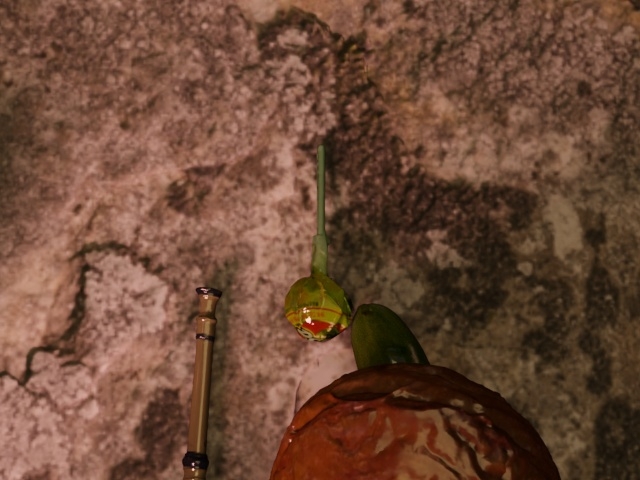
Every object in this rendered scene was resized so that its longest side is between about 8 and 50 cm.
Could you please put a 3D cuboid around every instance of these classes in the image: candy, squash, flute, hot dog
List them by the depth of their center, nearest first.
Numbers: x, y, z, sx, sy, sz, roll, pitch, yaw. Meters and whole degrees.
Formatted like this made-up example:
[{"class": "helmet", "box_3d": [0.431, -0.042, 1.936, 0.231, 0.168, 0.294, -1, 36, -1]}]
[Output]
[{"class": "hot dog", "box_3d": [0.065, 0.294, 1.157, 0.267, 0.174, 0.387, 1, 81, 20]}, {"class": "squash", "box_3d": [0.083, 0.176, 1.273, 0.069, 0.069, 0.258, -14, 80, -7]}, {"class": "flute", "box_3d": [-0.109, 0.158, 1.282, 0.027, 0.027, 0.233, 4, 78, -4]}, {"class": "candy", "box_3d": [0.000, 0.000, 1.318, 0.062, 0.058, 0.193, 11, 67, -23]}]
